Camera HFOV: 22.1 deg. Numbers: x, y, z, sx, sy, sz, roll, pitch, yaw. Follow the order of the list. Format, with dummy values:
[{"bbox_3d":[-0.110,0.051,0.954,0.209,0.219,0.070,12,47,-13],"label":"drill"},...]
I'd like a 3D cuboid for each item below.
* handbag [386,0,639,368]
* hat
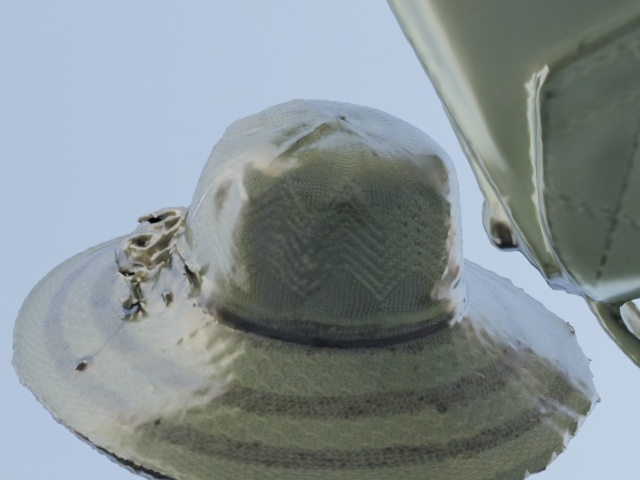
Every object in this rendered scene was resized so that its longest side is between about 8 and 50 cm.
[{"bbox_3d":[0.136,-0.067,0.311,0.219,0.256,0.079,63,-151,-3],"label":"handbag"},{"bbox_3d":[0.000,0.000,0.672,0.252,0.252,0.110,-4,-64,-22],"label":"hat"}]
